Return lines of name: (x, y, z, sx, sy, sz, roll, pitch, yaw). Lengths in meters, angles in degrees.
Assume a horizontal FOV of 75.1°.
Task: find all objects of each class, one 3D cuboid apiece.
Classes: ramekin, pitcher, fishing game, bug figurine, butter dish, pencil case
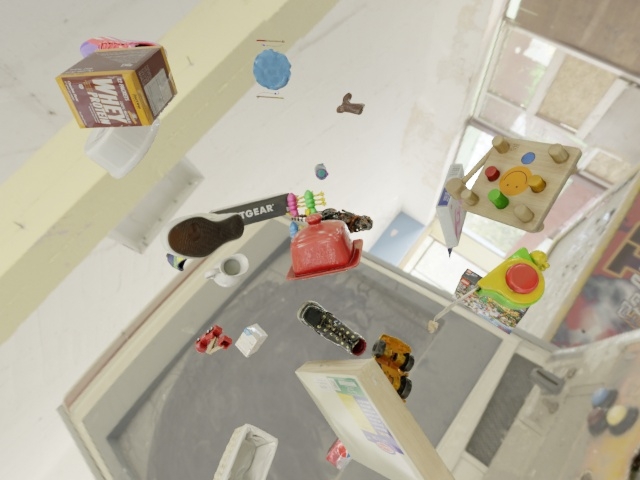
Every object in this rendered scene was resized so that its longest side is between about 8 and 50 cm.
ramekin: (-0.721, -0.375, 1.502, 0.135, 0.277, 0.277, 37, -92, -42)
pitcher: (-0.396, 0.129, 1.696, 0.177, 0.126, 0.207, -15, -9, -25)
fishing game: (-0.230, -0.813, 1.981, 0.189, 0.041, 0.264, -6, -71, -15)
bug figurine: (-0.052, -0.067, 1.451, 0.072, 0.279, 0.217, -14, -80, -29)
butter dish: (0.000, 0.000, 0.876, 0.160, 0.159, 0.118, -66, -40, -66)
pencil case: (0.004, -0.363, 2.188, 0.152, 0.070, 0.065, -96, 13, -69)

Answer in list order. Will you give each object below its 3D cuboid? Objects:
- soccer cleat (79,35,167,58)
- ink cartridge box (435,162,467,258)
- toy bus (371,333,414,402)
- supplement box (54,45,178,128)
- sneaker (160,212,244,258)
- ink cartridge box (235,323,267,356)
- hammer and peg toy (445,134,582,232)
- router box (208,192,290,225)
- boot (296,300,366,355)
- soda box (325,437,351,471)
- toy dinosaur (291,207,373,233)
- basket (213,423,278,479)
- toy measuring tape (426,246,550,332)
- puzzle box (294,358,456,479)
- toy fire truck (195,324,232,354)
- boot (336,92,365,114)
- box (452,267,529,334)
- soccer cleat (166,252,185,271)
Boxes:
soccer cleat: (-0.592, -0.572, 1.252, 0.095, 0.247, 0.083, -146, 56, -72)
ink cartridge box: (0.641, -0.138, 1.967, 0.330, 0.071, 0.324, 62, -138, -35)
toy bus: (0.212, 0.473, 1.459, 0.211, 0.149, 0.220, -57, 8, 47)
supplement box: (-0.500, -0.388, 1.048, 0.194, 0.191, 0.129, -82, -10, -48)
sneaker: (-0.316, -0.014, 1.044, 0.290, 0.123, 0.106, -18, -73, -68)
ink cartridge box: (-0.354, 0.511, 2.113, 0.143, 0.092, 0.090, -55, -21, 23)
hammer and peg toy: (0.537, -0.191, 1.234, 0.127, 0.361, 0.266, 28, -86, -36)
router box: (-0.271, -0.112, 1.614, 0.308, 0.081, 0.243, -15, 10, -9)
boot: (0.042, 0.291, 1.375, 0.085, 0.178, 0.236, -56, -42, -10)
soda box: (0.134, 0.823, 1.739, 0.263, 0.092, 0.083, -57, -8, 9)
toy dinosaur: (0.044, -0.063, 1.684, 0.218, 0.321, 0.165, -59, -47, -60)
basket: (-0.210, 0.611, 1.146, 0.103, 0.113, 0.167, -36, 24, 48)
toy measuring tape: (0.401, 0.137, 0.949, 0.330, 0.121, 0.121, -36, -22, -8)
puzzle box: (0.089, 0.386, 0.904, 0.052, 0.272, 0.409, -32, -3, -24)
toy fire truck: (-0.464, 0.440, 1.789, 0.192, 0.135, 0.047, -39, -55, 15)
boot: (0.128, -0.512, 1.558, 0.037, 0.114, 0.107, 47, -113, -45)
box: (0.588, 0.214, 1.458, 0.044, 0.233, 0.159, -43, -28, -25)
soccer cleat: (-0.596, 0.017, 1.930, 0.289, 0.121, 0.093, -50, -11, 11)
